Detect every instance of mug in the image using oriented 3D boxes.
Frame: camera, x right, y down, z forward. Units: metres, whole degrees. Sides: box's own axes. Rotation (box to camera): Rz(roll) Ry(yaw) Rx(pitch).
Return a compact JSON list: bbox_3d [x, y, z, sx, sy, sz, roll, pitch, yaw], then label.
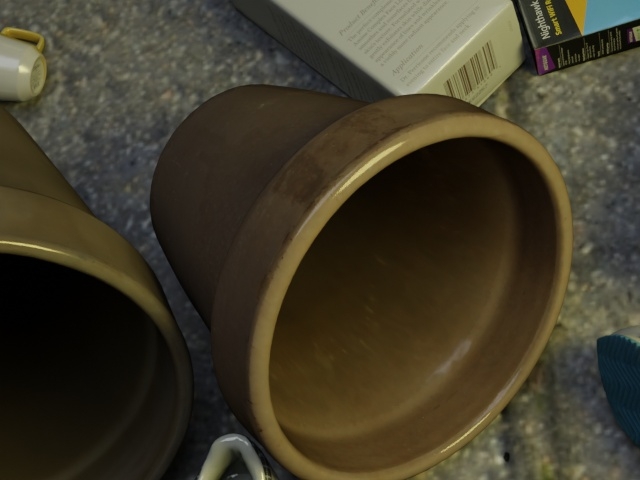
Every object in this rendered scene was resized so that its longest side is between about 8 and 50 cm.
[{"bbox_3d":[-0.260,-0.149,1.258,0.064,0.062,0.078,12,74,11],"label":"mug"}]

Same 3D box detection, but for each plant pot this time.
[{"bbox_3d":[0.000,0.000,1.029,0.263,0.263,0.229,-45,46,-10],"label":"plant pot"},{"bbox_3d":[-0.273,0.035,1.054,0.323,0.323,0.280,-24,44,1],"label":"plant pot"}]

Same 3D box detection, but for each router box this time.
[{"bbox_3d":[0.208,-0.227,1.187,0.133,0.046,0.179,-17,61,6],"label":"router box"}]

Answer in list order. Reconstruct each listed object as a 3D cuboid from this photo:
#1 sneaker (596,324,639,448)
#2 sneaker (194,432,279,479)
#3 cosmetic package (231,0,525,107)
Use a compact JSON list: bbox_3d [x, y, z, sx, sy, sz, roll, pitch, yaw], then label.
[{"bbox_3d":[0.265,0.091,0.957,0.092,0.087,0.228,-21,13,-28],"label":"sneaker"},{"bbox_3d":[-0.076,0.233,0.933,0.090,0.095,0.235,6,54,8],"label":"sneaker"},{"bbox_3d":[0.035,-0.184,1.189,0.117,0.085,0.231,-43,60,-10],"label":"cosmetic package"}]
